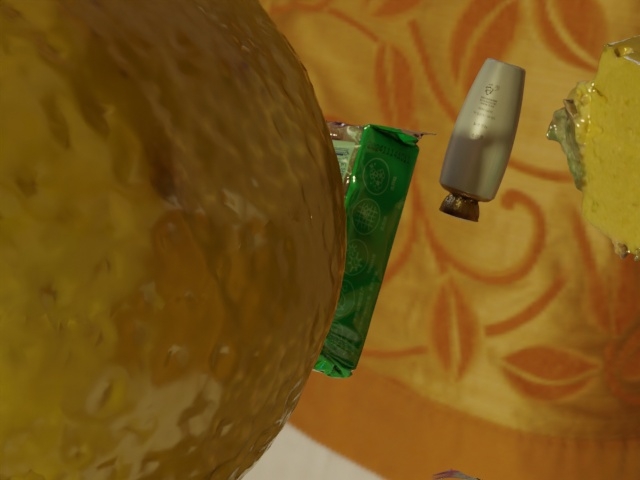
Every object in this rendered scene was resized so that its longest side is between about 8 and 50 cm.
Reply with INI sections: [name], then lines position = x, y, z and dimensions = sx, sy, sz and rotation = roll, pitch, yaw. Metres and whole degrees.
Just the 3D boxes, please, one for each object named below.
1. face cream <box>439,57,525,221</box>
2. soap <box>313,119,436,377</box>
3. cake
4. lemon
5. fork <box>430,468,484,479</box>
[face cream]
position = 0.181, -0.112, 1.612
dimensions = 0.072, 0.051, 0.182
rotation = 19, 97, 21
[soap]
position = -0.002, -0.001, 1.530
dimensions = 0.218, 0.098, 0.273
rotation = 10, 83, 53
[cake]
position = 0.402, -0.109, 1.509
dimensions = 0.286, 0.227, 0.222
rotation = 36, 136, 47
[lemon]
position = -0.146, 0.000, 0.603
dimensions = 0.336, 0.336, 0.336
rotation = 1, 92, 45
[fork]
position = 0.180, 0.268, 1.592
dimensions = 0.115, 0.016, 0.012
rotation = 8, 121, 11
